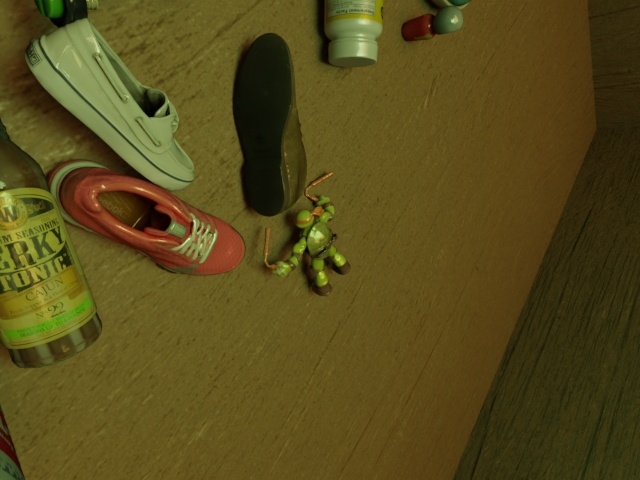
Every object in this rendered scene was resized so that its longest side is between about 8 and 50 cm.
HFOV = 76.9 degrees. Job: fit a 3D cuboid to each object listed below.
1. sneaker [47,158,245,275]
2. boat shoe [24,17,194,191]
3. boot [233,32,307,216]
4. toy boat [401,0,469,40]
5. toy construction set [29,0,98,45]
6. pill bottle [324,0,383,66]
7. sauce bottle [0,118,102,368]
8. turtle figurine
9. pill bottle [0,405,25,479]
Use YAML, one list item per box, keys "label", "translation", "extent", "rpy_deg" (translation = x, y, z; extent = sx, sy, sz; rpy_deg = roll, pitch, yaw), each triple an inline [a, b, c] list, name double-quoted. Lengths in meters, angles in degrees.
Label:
- label: "sneaker"
  translation: [-0.222, -0.009, 0.593]
  extent: [0.313, 0.136, 0.116]
  rpy_deg: [28, 80, -45]
- label: "boat shoe"
  translation: [-0.233, -0.162, 0.527]
  extent: [0.088, 0.096, 0.268]
  rpy_deg: [-29, 146, 4]
- label: "boot"
  translation: [-0.079, -0.205, 0.738]
  extent: [0.115, 0.112, 0.306]
  rpy_deg: [-31, 125, -59]
- label: "toy boat"
  translation: [0.309, -0.634, 0.983]
  extent: [0.267, 0.148, 0.319]
  rpy_deg: [25, 81, -45]
- label: "toy construction set"
  translation: [-0.238, -0.415, 0.450]
  extent: [0.237, 0.257, 0.309]
  rpy_deg: [-36, 107, -47]
- label: "pill bottle"
  translation: [0.065, -0.463, 0.796]
  extent: [0.119, 0.119, 0.209]
  rpy_deg: [-12, 107, -43]
- label: "sauce bottle"
  translation: [-0.364, -0.019, 0.467]
  extent: [0.111, 0.111, 0.345]
  rpy_deg: [-28, 117, -38]
- label: "turtle figurine"
  translation: [0.000, 0.000, 0.849]
  extent: [0.270, 0.087, 0.218]
  rpy_deg: [-59, 140, -33]
- label: "pill bottle"
  translation: [-0.365, 0.246, 0.310]
  extent: [0.228, 0.407, 0.229]
  rpy_deg: [-12, 108, -43]
